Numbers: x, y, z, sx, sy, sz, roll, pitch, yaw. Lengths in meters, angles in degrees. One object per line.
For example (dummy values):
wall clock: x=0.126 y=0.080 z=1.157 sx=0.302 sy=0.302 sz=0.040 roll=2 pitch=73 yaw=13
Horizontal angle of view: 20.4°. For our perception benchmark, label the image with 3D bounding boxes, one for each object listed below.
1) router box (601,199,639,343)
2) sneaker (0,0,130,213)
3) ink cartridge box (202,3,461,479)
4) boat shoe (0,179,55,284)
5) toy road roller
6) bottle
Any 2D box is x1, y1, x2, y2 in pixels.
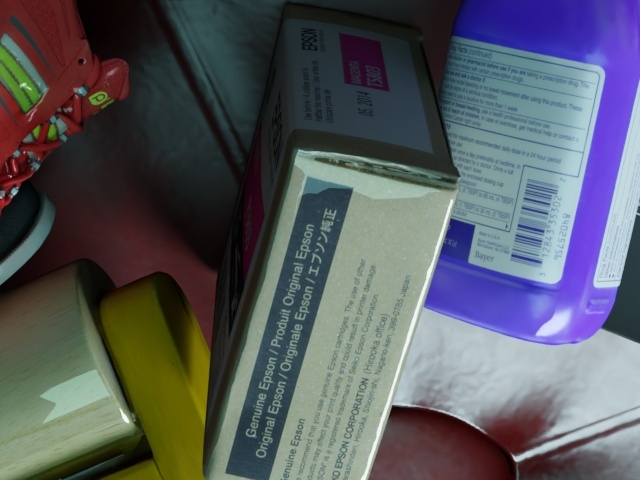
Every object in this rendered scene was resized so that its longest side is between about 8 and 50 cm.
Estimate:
router box: x=0.283 y=-0.067 z=1.025 sx=0.243 sy=0.081 sz=0.309 roll=22 pitch=113 yaw=-10
sneaker: x=-0.162 y=-0.076 z=0.954 sx=0.118 sy=0.107 sz=0.279 roll=9 pitch=85 yaw=-13
ink cartridge box: x=0.000 y=0.000 z=0.966 sx=0.088 sy=0.235 sz=0.193 roll=12 pitch=113 yaw=-7
boat shoe: x=-0.302 y=0.018 z=1.036 sx=0.302 sy=0.114 sz=0.091 roll=-24 pitch=119 yaw=9
toy road roller: x=-0.120 y=0.184 z=1.084 sx=0.202 sy=0.240 sz=0.329 roll=-23 pitch=88 yaw=8
bottle: x=0.125 y=-0.091 z=0.953 sx=0.118 sy=0.092 sz=0.283 roll=17 pitch=100 yaw=36
